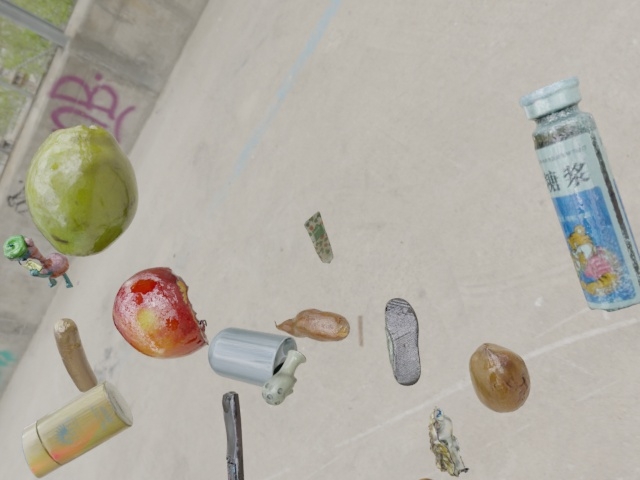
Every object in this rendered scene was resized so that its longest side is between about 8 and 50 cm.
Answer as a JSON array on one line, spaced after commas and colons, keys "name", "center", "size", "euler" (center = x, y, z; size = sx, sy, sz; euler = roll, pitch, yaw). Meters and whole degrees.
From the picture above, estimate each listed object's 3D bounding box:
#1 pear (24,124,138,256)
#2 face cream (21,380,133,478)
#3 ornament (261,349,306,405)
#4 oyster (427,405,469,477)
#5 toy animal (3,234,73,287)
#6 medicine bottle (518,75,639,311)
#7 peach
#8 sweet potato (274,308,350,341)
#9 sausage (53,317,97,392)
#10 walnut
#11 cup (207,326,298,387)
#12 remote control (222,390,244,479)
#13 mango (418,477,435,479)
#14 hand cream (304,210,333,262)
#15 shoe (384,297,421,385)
[{"name": "pear", "center": [-0.477, -0.098, 0.973], "size": [0.212, 0.212, 0.269], "euler": [20, 109, 51]}, {"name": "face cream", "center": [-0.645, 0.494, 1.257], "size": [0.285, 0.067, 0.139], "euler": [-31, 90, 2]}, {"name": "ornament", "center": [-0.102, 0.390, 1.352], "size": [0.156, 0.081, 0.075], "euler": [-56, 2, -33]}, {"name": "oyster", "center": [0.364, 0.596, 1.443], "size": [0.083, 0.223, 0.214], "euler": [-26, 23, 11]}, {"name": "toy animal", "center": [-0.727, 0.067, 1.257], "size": [0.100, 0.208, 0.103], "euler": [-18, 58, -5]}, {"name": "medicine bottle", "center": [0.220, -0.037, 0.401], "size": [0.051, 0.051, 0.191], "euler": [-18, 93, 44]}, {"name": "peach", "center": [-0.351, 0.168, 1.109], "size": [0.196, 0.226, 0.190], "euler": [-67, -3, -57]}, {"name": "sweet potato", "center": [-0.020, 0.142, 0.808], "size": [0.195, 0.056, 0.056], "euler": [-11, 65, 50]}, {"name": "sausage", "center": [-0.668, 0.316, 1.309], "size": [0.066, 0.066, 0.301], "euler": [-117, 26, -43]}, {"name": "walnut", "center": [0.625, 0.473, 1.677], "size": [0.203, 0.298, 0.203], "euler": [-21, 33, 14]}, {"name": "cup", "center": [-0.264, 0.446, 1.854], "size": [0.312, 0.205, 0.205], "euler": [6, 76, 24]}, {"name": "remote control", "center": [-0.183, 0.426, 1.008], "size": [0.059, 0.028, 0.212], "euler": [-25, 68, 56]}, {"name": "mango", "center": [0.386, 0.847, 1.462], "size": [0.111, 0.133, 0.267], "euler": [-34, 75, 20]}, {"name": "hand cream", "center": [0.000, 0.000, 1.250], "size": [0.037, 0.165, 0.057], "euler": [26, 59, 40]}, {"name": "shoe", "center": [0.256, 0.321, 1.533], "size": [0.098, 0.103, 0.274], "euler": [89, 180, -73]}]
